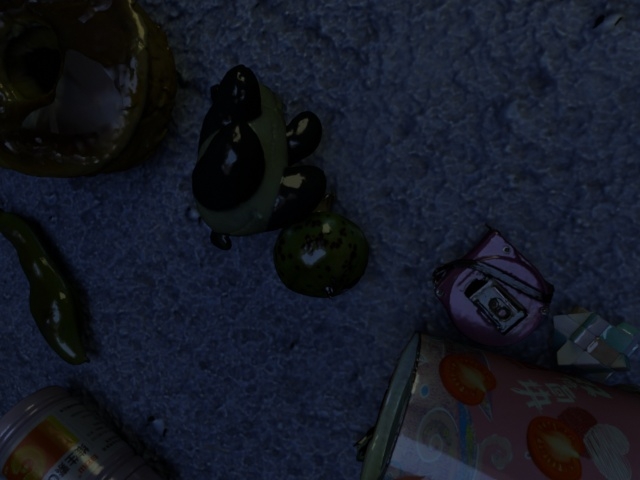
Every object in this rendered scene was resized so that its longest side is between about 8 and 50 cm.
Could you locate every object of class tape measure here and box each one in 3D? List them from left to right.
[{"bbox_3d":[0.201,0.061,0.516,0.125,0.074,0.118,44,103,10],"label":"tape measure"}]

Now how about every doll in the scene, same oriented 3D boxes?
[{"bbox_3d":[-0.084,-0.110,0.520,0.135,0.143,0.234,-26,51,35],"label":"doll"}]

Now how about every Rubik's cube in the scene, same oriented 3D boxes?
[{"bbox_3d":[0.307,0.118,0.493,0.084,0.073,0.075,20,98,10],"label":"Rubik's cube"}]

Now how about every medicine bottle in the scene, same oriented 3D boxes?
[{"bbox_3d":[-0.358,0.344,0.646,0.249,0.133,0.133,36,101,10],"label":"medicine bottle"}]

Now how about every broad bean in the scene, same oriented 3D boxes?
[{"bbox_3d":[-0.450,0.056,0.693,0.075,0.067,0.325,-30,82,-16],"label":"broad bean"}]

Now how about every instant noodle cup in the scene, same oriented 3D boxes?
[{"bbox_3d":[0.176,0.219,0.436,0.231,0.243,0.243,21,98,8],"label":"instant noodle cup"}]

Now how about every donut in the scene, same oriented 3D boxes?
[{"bbox_3d":[-0.357,-0.229,0.606,0.329,0.160,0.330,0,90,10],"label":"donut"}]

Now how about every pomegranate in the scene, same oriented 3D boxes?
[{"bbox_3d":[0.000,0.000,0.552,0.122,0.122,0.162,-7,65,15],"label":"pomegranate"}]

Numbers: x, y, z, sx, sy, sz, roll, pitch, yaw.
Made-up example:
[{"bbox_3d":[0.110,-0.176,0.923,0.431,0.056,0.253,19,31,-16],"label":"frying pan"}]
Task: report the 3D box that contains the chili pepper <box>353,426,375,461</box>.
[{"bbox_3d":[0.138,0.346,0.561,0.088,0.059,0.227,-33,88,14],"label":"chili pepper"}]
